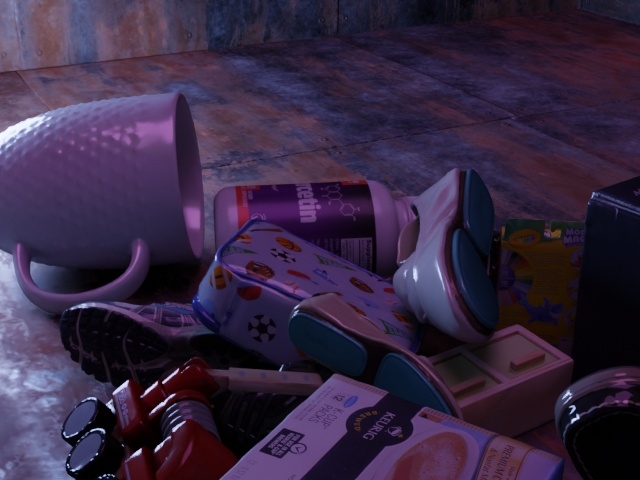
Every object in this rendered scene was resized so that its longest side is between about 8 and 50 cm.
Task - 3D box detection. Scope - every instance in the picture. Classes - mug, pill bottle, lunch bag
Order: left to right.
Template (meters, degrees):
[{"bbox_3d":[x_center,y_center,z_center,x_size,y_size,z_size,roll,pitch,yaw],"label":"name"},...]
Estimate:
[{"bbox_3d":[-0.369,-0.048,1.548,0.328,0.276,0.374,-6,55,1],"label":"mug"},{"bbox_3d":[0.000,0.000,1.490,0.323,0.181,0.181,-3,25,-7],"label":"pill bottle"},{"bbox_3d":[0.000,0.090,1.277,0.303,0.115,0.243,28,19,4],"label":"lunch bag"}]

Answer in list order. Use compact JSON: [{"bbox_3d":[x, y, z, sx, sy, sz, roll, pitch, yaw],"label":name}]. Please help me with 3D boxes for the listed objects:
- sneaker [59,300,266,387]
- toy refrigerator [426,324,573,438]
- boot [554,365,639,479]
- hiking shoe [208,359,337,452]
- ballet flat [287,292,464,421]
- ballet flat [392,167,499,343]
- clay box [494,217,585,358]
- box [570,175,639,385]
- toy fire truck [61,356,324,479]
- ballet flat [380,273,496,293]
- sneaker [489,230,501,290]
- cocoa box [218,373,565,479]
[{"bbox_3d":[-0.208,0.134,1.314,0.283,0.110,0.122,11,19,2],"label":"sneaker"},{"bbox_3d":[0.171,0.191,1.170,0.269,0.094,0.102,-15,31,-30],"label":"toy refrigerator"},{"bbox_3d":[0.315,0.295,0.719,0.138,0.377,0.284,-34,16,29],"label":"boot"},{"bbox_3d":[-0.077,0.214,1.129,0.227,0.086,0.114,-16,58,16],"label":"hiking shoe"},{"bbox_3d":[0.074,0.137,1.076,0.248,0.086,0.086,36,40,26],"label":"ballet flat"},{"bbox_3d":[0.160,0.031,1.270,0.139,0.139,0.400,3,28,8],"label":"ballet flat"},{"bbox_3d":[0.299,0.066,1.293,0.127,0.222,0.053,4,25,8],"label":"clay box"},{"bbox_3d":[0.645,0.083,1.165,0.480,0.297,0.472,-17,31,-31],"label":"box"},{"bbox_3d":[-0.119,0.205,1.010,0.246,0.158,0.217,-41,29,2],"label":"toy fire truck"},{"bbox_3d":[0.158,0.094,1.423,0.250,0.084,0.058,-2,42,-14],"label":"ballet flat"},{"bbox_3d":[0.323,0.066,1.419,0.237,0.085,0.086,34,4,14],"label":"sneaker"},{"bbox_3d":[0.018,0.308,0.754,0.228,0.231,0.347,15,29,29],"label":"cocoa box"}]
